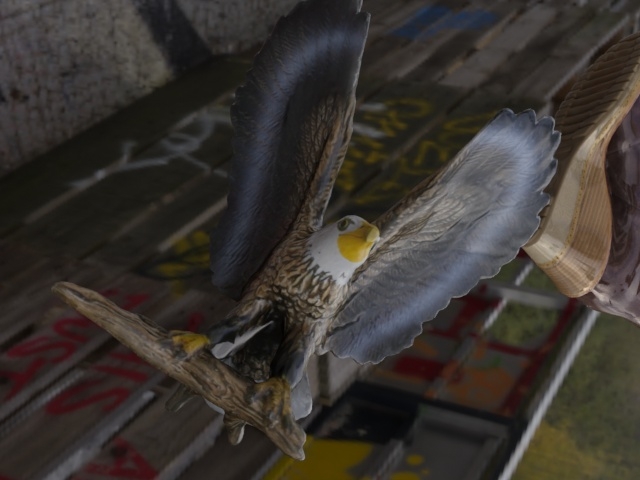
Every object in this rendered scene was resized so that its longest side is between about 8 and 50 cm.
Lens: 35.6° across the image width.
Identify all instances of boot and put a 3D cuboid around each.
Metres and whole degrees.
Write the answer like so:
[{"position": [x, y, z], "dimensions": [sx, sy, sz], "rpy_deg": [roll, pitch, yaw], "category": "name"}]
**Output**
[{"position": [0.304, -0.043, 0.925], "dimensions": [0.207, 0.090, 0.248], "rpy_deg": [31, 81, -21], "category": "boot"}]

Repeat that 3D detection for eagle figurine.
[{"position": [0.007, 0.000, 0.704], "dimensions": [0.298, 0.225, 0.226], "rpy_deg": [-56, 132, -26], "category": "eagle figurine"}]
